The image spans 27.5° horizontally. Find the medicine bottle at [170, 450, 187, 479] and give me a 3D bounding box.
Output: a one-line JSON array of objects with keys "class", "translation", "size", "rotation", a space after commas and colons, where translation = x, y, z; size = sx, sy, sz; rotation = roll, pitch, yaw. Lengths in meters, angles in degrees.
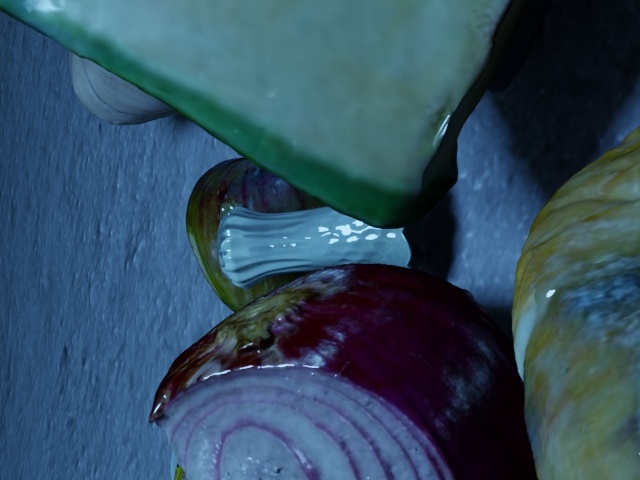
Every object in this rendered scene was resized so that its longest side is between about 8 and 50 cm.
[{"class": "medicine bottle", "translation": [-0.108, 0.208, 1.246], "size": [0.118, 0.055, 0.074], "rotation": [57, 134, 53]}]

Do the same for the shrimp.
[{"class": "shrimp", "translation": [0.195, 0.038, 0.489], "size": [0.272, 0.085, 0.445], "rotation": [-23, 24, 24]}]

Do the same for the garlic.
[{"class": "garlic", "translation": [-0.185, -0.227, 1.416], "size": [0.228, 0.152, 0.228], "rotation": [-166, 90, -70]}]

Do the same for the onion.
[{"class": "onion", "translation": [0.039, 0.111, 0.843], "size": [0.206, 0.216, 0.207], "rotation": [-22, 18, 26]}]

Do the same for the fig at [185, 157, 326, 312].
[{"class": "fig", "translation": [-0.044, 0.048, 1.107], "size": [0.149, 0.149, 0.245], "rotation": [-157, 62, -62]}]

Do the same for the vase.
[{"class": "vase", "translation": [0.000, 0.000, 0.977], "size": [0.081, 0.148, 0.081], "rotation": [-7, -90, -77]}]

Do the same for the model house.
[{"class": "model house", "translation": [-0.006, -0.268, 0.864], "size": [0.335, 0.382, 0.342], "rotation": [-66, -5, 27]}]
